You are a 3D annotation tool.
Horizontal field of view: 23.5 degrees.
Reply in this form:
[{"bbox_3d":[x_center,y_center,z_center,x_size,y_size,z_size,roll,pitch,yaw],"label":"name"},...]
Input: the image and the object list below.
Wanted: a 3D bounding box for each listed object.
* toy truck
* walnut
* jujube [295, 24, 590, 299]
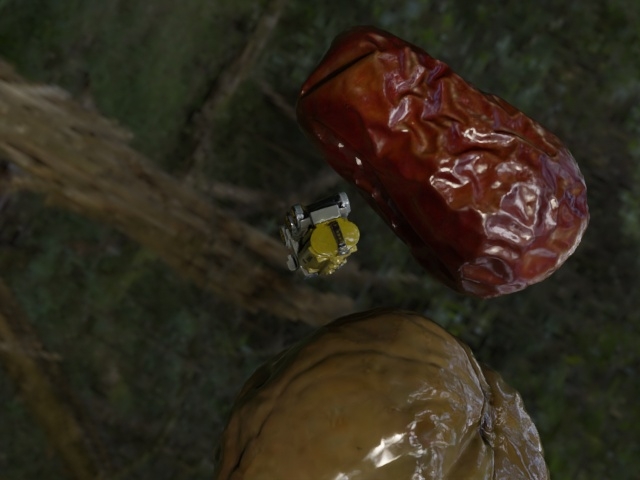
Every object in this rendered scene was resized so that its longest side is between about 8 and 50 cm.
[{"bbox_3d":[0.000,0.000,1.362,0.052,0.062,0.123,-16,171,-12],"label":"toy truck"},{"bbox_3d":[0.051,0.209,1.311,0.285,0.296,0.285,-35,-145,30],"label":"walnut"},{"bbox_3d":[0.127,-0.087,1.655,0.216,0.342,0.216,-47,-179,1],"label":"jujube"}]
